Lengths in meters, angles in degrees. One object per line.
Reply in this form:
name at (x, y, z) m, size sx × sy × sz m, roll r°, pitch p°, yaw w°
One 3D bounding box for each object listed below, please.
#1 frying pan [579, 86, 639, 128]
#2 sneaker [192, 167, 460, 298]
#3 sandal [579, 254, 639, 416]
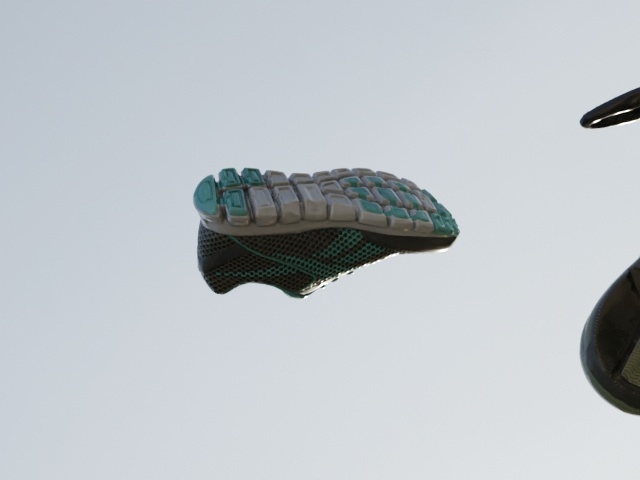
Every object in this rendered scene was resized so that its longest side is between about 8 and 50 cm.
frying pan at (0.355, -0.148, 1.315) m, size 0.326 × 0.053 × 0.197 m, roll -13°, pitch -27°, yaw -1°
sneaker at (0.000, 0.000, 1.088) m, size 0.167 × 0.065 × 0.076 m, roll 3°, pitch -57°, yaw -17°
sandal at (0.279, 0.034, 1.298) m, size 0.303 × 0.120 × 0.086 m, roll -33°, pitch -26°, yaw -33°
